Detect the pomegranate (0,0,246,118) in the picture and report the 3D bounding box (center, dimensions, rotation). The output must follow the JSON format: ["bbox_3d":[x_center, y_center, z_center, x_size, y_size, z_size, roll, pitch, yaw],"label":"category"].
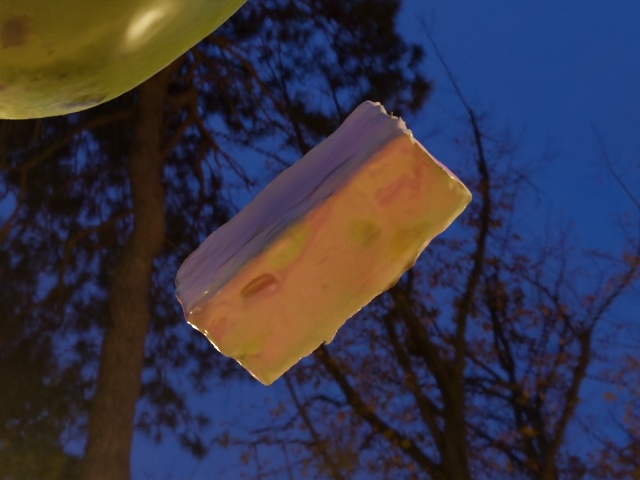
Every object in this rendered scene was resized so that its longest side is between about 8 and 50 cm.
[{"bbox_3d":[-0.114,-0.161,0.419,0.260,0.340,0.260,-9,-64,-20],"label":"pomegranate"}]

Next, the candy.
[{"bbox_3d":[0.000,0.000,1.067,0.265,0.155,0.116,-41,-73,4],"label":"candy"}]
